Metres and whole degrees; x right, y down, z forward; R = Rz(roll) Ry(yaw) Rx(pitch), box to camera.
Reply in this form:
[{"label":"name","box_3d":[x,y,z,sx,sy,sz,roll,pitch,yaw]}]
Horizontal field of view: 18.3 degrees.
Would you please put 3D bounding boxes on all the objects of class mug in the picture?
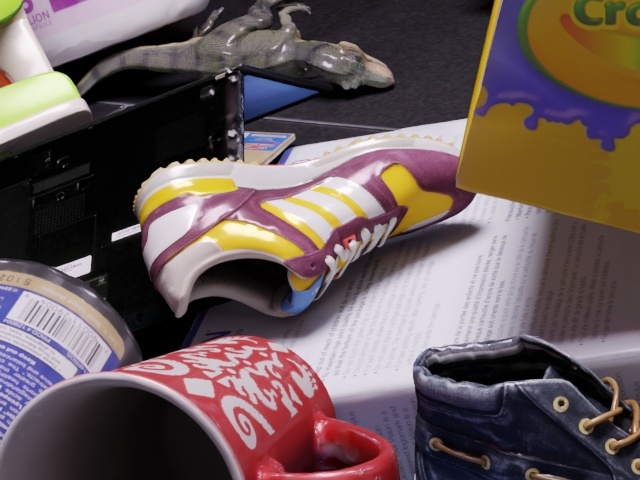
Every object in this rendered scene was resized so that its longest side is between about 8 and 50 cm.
[{"label":"mug","box_3d":[-0.043,0.108,0.869,0.150,0.113,0.169,26,12,11]}]

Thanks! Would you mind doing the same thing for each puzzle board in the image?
[{"label":"puzzle board","box_3d":[-0.094,-0.053,1.370,0.128,0.011,0.096,4,27,28]}]

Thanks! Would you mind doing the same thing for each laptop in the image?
[{"label":"laptop","box_3d":[-0.120,-0.001,1.197,0.234,0.136,0.264,-20,46,19]}]

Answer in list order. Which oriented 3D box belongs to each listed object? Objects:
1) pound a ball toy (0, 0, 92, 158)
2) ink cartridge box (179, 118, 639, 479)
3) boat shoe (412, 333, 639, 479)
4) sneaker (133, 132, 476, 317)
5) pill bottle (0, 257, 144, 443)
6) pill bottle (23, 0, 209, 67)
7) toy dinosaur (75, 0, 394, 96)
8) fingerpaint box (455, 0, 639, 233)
[{"label":"pound a ball toy","box_3d":[-0.294,-0.110,1.303,0.319,0.208,0.136,-26,-10,-12]},{"label":"ink cartridge box","box_3d":[0.110,0.015,1.071,0.330,0.071,0.324,-9,24,18]},{"label":"boat shoe","box_3d":[0.128,0.091,0.880,0.183,0.083,0.065,1,27,15]},{"label":"sneaker","box_3d":[0.000,0.000,1.024,0.186,0.069,0.084,-9,55,-13]},{"label":"pill bottle","box_3d":[-0.168,0.114,0.900,0.123,0.122,0.219,-1,32,19]},{"label":"pill bottle","box_3d":[-0.213,-0.294,1.549,0.169,0.301,0.169,-21,7,3]},{"label":"toy dinosaur","box_3d":[-0.068,-0.148,1.508,0.268,0.064,0.118,-4,32,22]},{"label":"fingerpaint box","box_3d":[0.315,-0.112,1.006,0.445,0.163,0.371,14,28,3]}]
